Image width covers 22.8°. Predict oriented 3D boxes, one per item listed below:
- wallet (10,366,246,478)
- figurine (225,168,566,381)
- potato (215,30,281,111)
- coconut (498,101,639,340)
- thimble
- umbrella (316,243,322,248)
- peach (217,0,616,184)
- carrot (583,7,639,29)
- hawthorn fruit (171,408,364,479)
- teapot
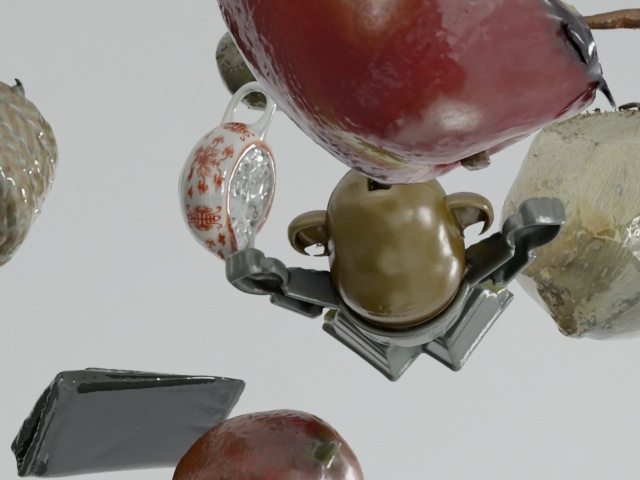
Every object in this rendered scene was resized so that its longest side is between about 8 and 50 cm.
[{"bbox_3d":[-0.217,0.205,1.814,0.168,0.245,0.052,-59,-138,35],"label":"wallet"},{"bbox_3d":[0.085,0.022,1.685,0.167,0.342,0.285,60,-3,34],"label":"figurine"},{"bbox_3d":[-0.015,-0.255,2.109,0.262,0.165,0.165,-7,-56,29],"label":"potato"},{"bbox_3d":[0.447,-0.016,2.396,0.346,0.360,0.346,16,-22,7],"label":"coconut"},{"bbox_3d":[-0.403,-0.076,1.696,0.148,0.229,0.196,-75,164,-54],"label":"thimble"},{"bbox_3d":[0.000,0.003,2.337,0.122,0.013,0.022,-132,-147,-80],"label":"umbrella"},{"bbox_3d":[0.022,-0.187,1.083,0.362,0.201,0.258,54,8,-1],"label":"peach"},{"bbox_3d":[0.454,-0.327,2.354,0.035,0.165,0.036,-1,90,-89],"label":"carrot"},{"bbox_3d":[-0.042,0.254,1.654,0.199,0.199,0.251,55,-40,12],"label":"hawthorn fruit"},{"bbox_3d":[-0.109,-0.077,1.949,0.116,0.246,0.159,14,3,38],"label":"teapot"}]
